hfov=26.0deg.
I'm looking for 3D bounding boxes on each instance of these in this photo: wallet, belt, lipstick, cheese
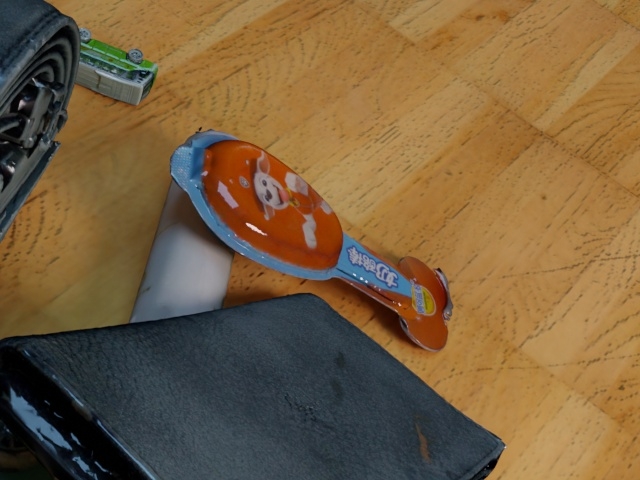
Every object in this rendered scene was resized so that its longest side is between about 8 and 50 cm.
[{"bbox_3d":[-0.022,0.104,0.769,0.191,0.046,0.379,39,15,16],"label":"wallet"},{"bbox_3d":[-0.233,-0.039,0.815,0.116,0.206,0.267,26,54,0],"label":"belt"},{"bbox_3d":[-0.090,0.027,0.927,0.059,0.059,0.264,18,43,-8],"label":"lipstick"},{"bbox_3d":[0.000,0.000,0.968,0.256,0.037,0.106,29,40,-27],"label":"cheese"}]

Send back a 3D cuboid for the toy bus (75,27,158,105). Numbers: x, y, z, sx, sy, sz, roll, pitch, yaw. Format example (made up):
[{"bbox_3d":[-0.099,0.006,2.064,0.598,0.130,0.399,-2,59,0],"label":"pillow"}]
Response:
[{"bbox_3d":[-0.170,-0.135,1.072,0.083,0.031,0.037,22,49,-4],"label":"toy bus"}]

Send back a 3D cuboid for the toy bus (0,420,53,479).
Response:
[{"bbox_3d":[-0.131,0.194,0.689,0.256,0.128,0.147,30,42,7],"label":"toy bus"}]
